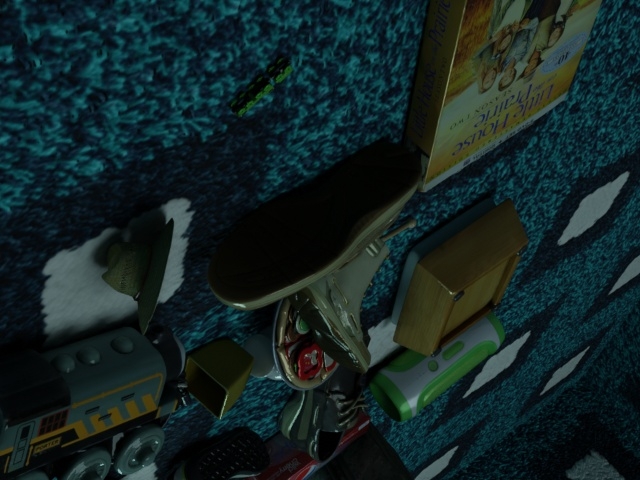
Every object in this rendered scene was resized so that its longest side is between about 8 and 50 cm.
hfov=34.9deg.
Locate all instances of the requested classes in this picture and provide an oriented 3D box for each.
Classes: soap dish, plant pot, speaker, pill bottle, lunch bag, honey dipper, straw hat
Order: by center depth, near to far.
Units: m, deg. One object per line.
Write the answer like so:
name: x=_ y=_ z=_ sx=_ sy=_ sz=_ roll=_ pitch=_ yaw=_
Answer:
straw hat: x=-0.208 y=0.031 z=1.125 sx=0.061 sy=0.145 sz=0.144 roll=14 pitch=132 yaw=-14
plant pot: x=-0.143 y=0.193 z=1.494 sx=0.083 sy=0.081 sz=0.081 roll=-37 pitch=158 yaw=-38
pill bottle: x=-0.048 y=0.170 z=1.590 sx=0.160 sy=0.087 sz=0.087 roll=-3 pitch=135 yaw=-56
honey dipper: x=0.095 y=0.000 z=1.607 sx=0.160 sy=0.030 sz=0.030 roll=-29 pitch=153 yaw=-37
soap dish: x=0.253 y=0.075 z=1.872 sx=0.229 sy=0.118 sz=0.291 roll=-33 pitch=156 yaw=-24
lunch bag: x=0.064 y=0.541 z=2.119 sx=0.256 sy=0.305 sz=0.213 roll=-38 pitch=126 yaw=0
speaker: x=0.248 y=0.255 z=2.164 sx=0.296 sy=0.131 sz=0.131 roll=-35 pitch=156 yaw=-18

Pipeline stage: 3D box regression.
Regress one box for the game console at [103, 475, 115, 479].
game console: x=-0.340 y=0.508 z=1.660 sx=0.213 sy=0.044 sz=0.361 roll=-45 pitch=143 yaw=-4

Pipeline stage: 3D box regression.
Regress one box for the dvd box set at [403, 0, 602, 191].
dvd box set: x=0.255 y=-0.273 z=1.352 sx=0.307 sy=0.062 sz=0.420 roll=-33 pitch=154 yaw=-22

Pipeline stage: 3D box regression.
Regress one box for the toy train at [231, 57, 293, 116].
toy train: x=-0.062 y=-0.163 z=1.090 sx=0.083 sy=0.017 sz=0.024 roll=-43 pitch=167 yaw=-1

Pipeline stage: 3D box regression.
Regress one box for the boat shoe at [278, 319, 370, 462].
boat shoe: x=0.033 y=0.279 z=1.849 sx=0.132 sy=0.130 sz=0.355 roll=-27 pitch=152 yaw=-34

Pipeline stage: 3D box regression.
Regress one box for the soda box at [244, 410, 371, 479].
soda box: x=-0.029 y=0.407 z=2.019 sx=0.263 sy=0.092 sz=0.083 roll=-33 pitch=155 yaw=-24

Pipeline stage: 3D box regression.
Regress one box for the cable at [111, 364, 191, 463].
cable: x=-0.259 y=0.244 z=1.430 sx=0.184 sy=0.047 sz=0.151 roll=-29 pitch=153 yaw=-28

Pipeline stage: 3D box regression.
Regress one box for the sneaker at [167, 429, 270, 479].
sneaker: x=-0.186 y=0.395 z=1.800 sx=0.097 sy=0.084 sz=0.234 roll=-28 pitch=165 yaw=30

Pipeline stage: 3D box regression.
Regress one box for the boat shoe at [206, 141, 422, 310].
boat shoe: x=0.000 y=0.000 z=1.334 sx=0.341 sy=0.121 sz=0.110 roll=-33 pitch=154 yaw=-26

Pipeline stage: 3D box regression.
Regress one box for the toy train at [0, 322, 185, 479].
toy train: x=-0.297 y=0.204 z=1.204 sx=0.333 sy=0.142 sz=0.190 roll=-14 pitch=134 yaw=-49

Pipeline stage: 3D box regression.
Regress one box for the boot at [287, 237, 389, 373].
boot: x=0.049 y=0.081 z=1.499 sx=0.165 sy=0.077 sz=0.213 roll=-56 pitch=134 yaw=-26

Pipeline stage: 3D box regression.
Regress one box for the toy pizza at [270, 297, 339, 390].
toy pizza: x=-0.001 y=0.129 z=1.538 sx=0.201 sy=0.032 sz=0.201 roll=-17 pitch=112 yaw=-49
